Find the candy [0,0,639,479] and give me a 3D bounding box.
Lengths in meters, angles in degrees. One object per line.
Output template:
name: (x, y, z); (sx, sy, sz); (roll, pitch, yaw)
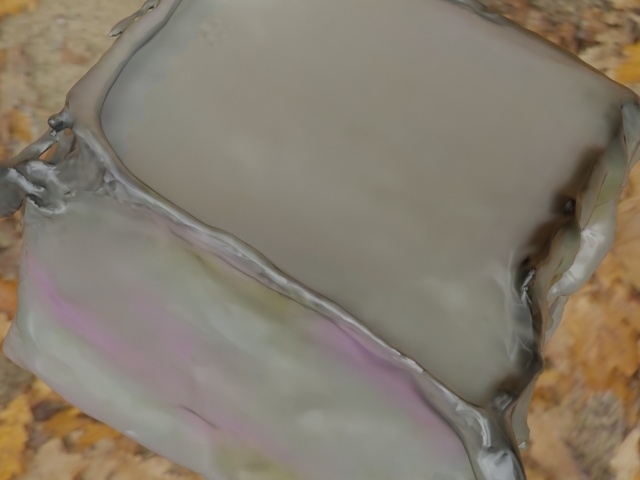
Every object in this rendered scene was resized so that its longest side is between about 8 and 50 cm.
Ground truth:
candy: (0.000, 0.000, 0.651); (0.195, 0.185, 0.137); (29, 137, 3)
